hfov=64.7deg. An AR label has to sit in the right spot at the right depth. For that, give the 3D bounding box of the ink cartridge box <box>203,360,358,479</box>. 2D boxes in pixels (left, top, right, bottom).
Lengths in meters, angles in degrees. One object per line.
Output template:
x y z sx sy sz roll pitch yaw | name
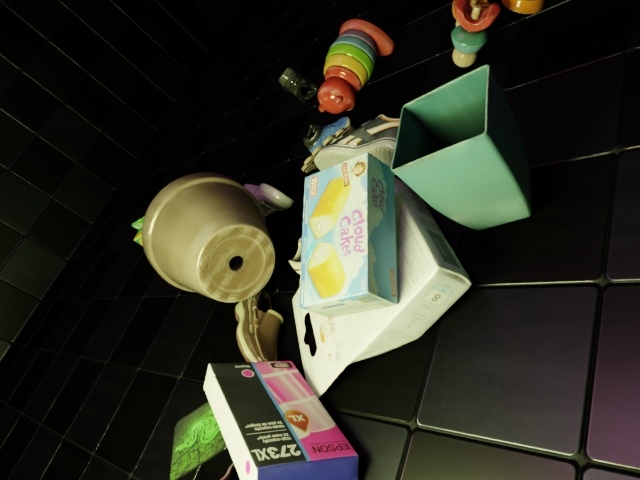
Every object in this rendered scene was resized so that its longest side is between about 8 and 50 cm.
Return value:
-0.065 0.324 0.845 0.371 0.176 0.069 41 120 56 | ink cartridge box

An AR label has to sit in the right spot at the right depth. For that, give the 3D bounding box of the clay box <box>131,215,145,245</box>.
-0.497 0.005 1.640 0.127 0.222 0.053 -24 43 35 | clay box

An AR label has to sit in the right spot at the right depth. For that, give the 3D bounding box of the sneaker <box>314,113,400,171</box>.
0.120 -0.220 1.235 0.321 0.126 0.127 3 53 52 | sneaker

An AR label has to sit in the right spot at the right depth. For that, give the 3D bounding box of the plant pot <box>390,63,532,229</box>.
0.265 -0.134 0.870 0.166 0.234 0.165 -19 44 39 | plant pot

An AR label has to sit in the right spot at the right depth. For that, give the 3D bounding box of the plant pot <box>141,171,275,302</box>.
-0.250 0.013 1.255 0.323 0.323 0.280 -52 34 -5 | plant pot

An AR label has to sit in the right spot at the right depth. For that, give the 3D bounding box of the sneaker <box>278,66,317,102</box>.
-0.074 -0.564 1.867 0.087 0.130 0.227 -48 5 10 | sneaker

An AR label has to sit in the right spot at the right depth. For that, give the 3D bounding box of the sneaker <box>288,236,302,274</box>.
0.000 0.000 1.185 0.070 0.084 0.185 9 64 53 | sneaker

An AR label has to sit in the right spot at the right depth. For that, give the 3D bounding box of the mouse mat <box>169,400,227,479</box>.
-0.271 0.435 1.133 0.190 0.007 0.152 -36 35 18 | mouse mat

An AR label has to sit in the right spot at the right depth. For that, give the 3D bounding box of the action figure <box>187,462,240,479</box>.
-0.197 0.528 0.848 0.275 0.248 0.370 47 110 18 | action figure

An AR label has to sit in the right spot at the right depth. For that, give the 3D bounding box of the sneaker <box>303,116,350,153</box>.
0.015 -0.326 1.502 0.152 0.084 0.058 -45 33 6 | sneaker

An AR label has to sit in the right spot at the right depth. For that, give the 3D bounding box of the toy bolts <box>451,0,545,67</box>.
0.411 -0.531 1.247 0.218 0.158 0.228 24 59 15 | toy bolts

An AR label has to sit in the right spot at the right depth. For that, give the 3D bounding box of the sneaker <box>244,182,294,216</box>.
-0.171 -0.095 1.486 0.290 0.106 0.123 11 72 63 | sneaker

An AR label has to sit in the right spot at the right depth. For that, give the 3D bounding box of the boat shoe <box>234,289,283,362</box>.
-0.132 0.193 1.139 0.095 0.095 0.257 -39 33 5 | boat shoe

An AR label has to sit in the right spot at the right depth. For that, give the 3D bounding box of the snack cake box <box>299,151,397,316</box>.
0.050 -0.007 0.907 0.152 0.089 0.264 -19 59 38 | snack cake box

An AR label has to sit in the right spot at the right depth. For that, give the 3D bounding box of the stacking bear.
0.083 -0.518 1.564 0.175 0.164 0.289 -1 61 50 | stacking bear

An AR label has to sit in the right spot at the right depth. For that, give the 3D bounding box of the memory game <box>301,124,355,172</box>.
0.020 -0.250 1.386 0.186 0.012 0.186 -39 -5 -4 | memory game

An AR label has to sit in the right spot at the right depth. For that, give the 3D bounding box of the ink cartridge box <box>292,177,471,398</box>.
0.092 0.103 1.008 0.385 0.091 0.308 -53 29 26 | ink cartridge box
